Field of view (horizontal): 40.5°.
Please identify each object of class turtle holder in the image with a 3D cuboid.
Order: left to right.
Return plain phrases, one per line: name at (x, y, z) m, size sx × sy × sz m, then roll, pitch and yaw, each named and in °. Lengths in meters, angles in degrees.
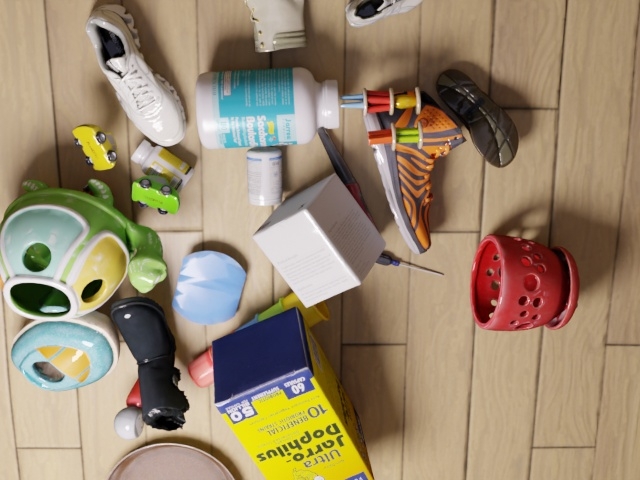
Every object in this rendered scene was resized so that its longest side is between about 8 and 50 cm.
turtle holder at (-0.466, 0.043, 1.654) m, size 0.320 × 0.227 × 0.243 m, roll 22°, pitch 132°, yaw -14°

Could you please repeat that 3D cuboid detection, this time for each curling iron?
curling iron at (0.050, -0.101, 1.746) m, size 0.068 × 0.035 × 0.274 m, roll -20°, pitch 106°, yaw 5°

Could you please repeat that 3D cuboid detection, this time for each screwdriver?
screwdriver at (0.177, 0.053, 1.798) m, size 0.169 × 0.025 × 0.024 m, roll 16°, pitch 106°, yaw -5°

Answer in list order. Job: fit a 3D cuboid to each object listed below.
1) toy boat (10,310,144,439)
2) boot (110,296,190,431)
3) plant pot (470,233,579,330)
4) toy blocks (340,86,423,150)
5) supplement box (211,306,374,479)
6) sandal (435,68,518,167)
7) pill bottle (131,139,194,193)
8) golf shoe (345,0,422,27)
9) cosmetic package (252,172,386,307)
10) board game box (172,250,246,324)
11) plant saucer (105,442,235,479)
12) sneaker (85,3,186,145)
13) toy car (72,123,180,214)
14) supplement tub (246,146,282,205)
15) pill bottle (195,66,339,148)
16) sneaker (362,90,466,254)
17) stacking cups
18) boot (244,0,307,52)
toy boat at (-0.470, 0.271, 1.765) m, size 0.318 × 0.148 × 0.267 m, roll 41°, pitch 131°, yaw -22°
boot at (-0.330, 0.248, 1.705) m, size 0.094 × 0.207 × 0.246 m, roll -17°, pitch 145°, yaw 0°
plant pot at (0.407, 0.087, 1.732) m, size 0.174 × 0.191 × 0.191 m, roll 3°, pitch 106°, yaw -11°
toy blocks at (0.112, -0.225, 1.607) m, size 0.148 × 0.054 × 0.123 m, roll -2°, pitch 74°, yaw 1°
supplement box at (-0.053, 0.346, 1.744) m, size 0.194 × 0.195 × 0.357 m, roll -23°, pitch 124°, yaw 6°
sandal at (0.306, -0.240, 1.701) m, size 0.090 × 0.060 × 0.219 m, roll -42°, pitch 88°, yaw 5°
pill bottle at (-0.313, -0.147, 1.713) m, size 0.116 × 0.065 × 0.065 m, roll 36°, pitch 103°, yaw -10°
golf shoe at (0.133, -0.448, 1.620) m, size 0.176 × 0.086 × 0.069 m, roll -27°, pitch 103°, yaw 5°
cosmetic package at (0.000, 0.000, 1.689) m, size 0.151 × 0.151 × 0.184 m, roll -25°, pitch 107°, yaw 37°
board game box at (-0.230, 0.094, 1.803) m, size 0.133 × 0.033 × 0.169 m, roll 13°, pitch 111°, yaw -10°
plant saucer at (-0.329, 0.581, 1.935) m, size 0.310 × 0.050 × 0.311 m, roll 0°, pitch 106°, yaw -1°
sneaker at (-0.356, -0.304, 1.641) m, size 0.110 × 0.118 × 0.292 m, roll -29°, pitch 106°, yaw 6°
toy car at (-0.372, -0.113, 1.684) m, size 0.225 × 0.053 × 0.239 m, roll 20°, pitch 134°, yaw 3°
supplement tub at (-0.110, -0.128, 1.718) m, size 0.071 × 0.071 × 0.107 m, roll 0°, pitch 107°, yaw -1°
pill bottle at (-0.098, -0.252, 1.642) m, size 0.264 × 0.146 × 0.146 m, roll -3°, pitch 106°, yaw 1°
sneaker at (0.207, -0.138, 1.691) m, size 0.180 × 0.124 × 0.321 m, roll -17°, pitch 106°, yaw 5°
stacking cups at (-0.133, 0.205, 1.815) m, size 0.316 × 0.096 × 0.096 m, roll -33°, pitch 104°, yaw 14°
boot at (-0.129, -0.435, 1.626) m, size 0.213 × 0.077 × 0.165 m, roll -1°, pitch 108°, yaw -3°
